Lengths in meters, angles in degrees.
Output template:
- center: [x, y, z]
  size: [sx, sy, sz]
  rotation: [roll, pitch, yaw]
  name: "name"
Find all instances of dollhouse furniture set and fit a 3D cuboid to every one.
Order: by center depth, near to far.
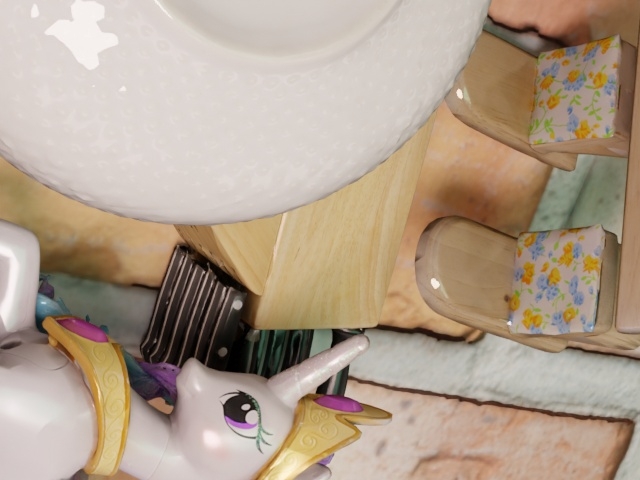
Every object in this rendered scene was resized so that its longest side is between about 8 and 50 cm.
- center: [0.216, -0.148, 0.887]
  size: [0.256, 0.362, 0.394]
  rotation: [20, 71, -41]
  name: "dollhouse furniture set"

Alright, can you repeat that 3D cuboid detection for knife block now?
- center: [0.000, 0.000, 0.966]
  size: [0.276, 0.088, 0.242]
  rotation: [-41, 130, -13]
  name: "knife block"

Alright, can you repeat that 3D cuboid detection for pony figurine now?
- center: [-0.177, 0.153, 0.813]
  size: [0.363, 0.303, 0.351]
  rotation: [23, 101, -21]
  name: "pony figurine"

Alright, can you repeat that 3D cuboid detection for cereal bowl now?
- center: [-0.045, -0.169, 0.759]
  size: [0.339, 0.141, 0.339]
  rotation: [-4, 101, -24]
  name: "cereal bowl"
